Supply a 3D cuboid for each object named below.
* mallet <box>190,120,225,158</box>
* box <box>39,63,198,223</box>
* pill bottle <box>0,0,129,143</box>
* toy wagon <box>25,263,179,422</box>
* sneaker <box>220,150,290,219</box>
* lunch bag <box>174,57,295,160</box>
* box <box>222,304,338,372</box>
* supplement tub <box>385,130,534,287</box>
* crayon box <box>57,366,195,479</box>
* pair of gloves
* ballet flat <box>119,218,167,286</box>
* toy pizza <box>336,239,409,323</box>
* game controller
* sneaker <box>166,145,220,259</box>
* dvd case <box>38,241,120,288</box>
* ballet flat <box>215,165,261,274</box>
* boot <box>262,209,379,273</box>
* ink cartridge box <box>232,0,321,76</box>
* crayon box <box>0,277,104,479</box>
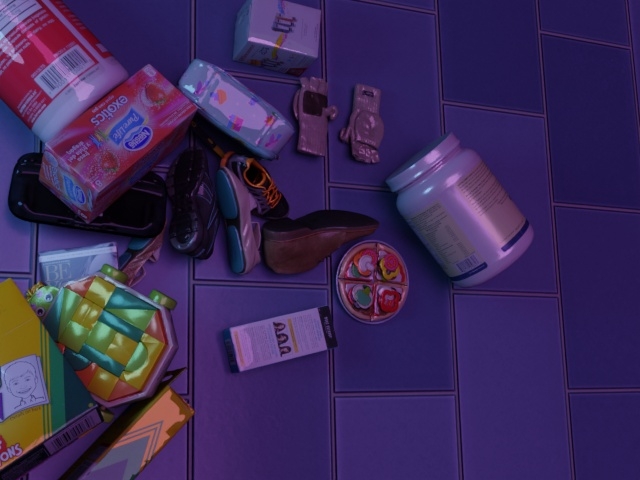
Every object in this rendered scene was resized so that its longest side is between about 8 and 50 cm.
[{"bbox_3d":[-0.238,-0.198,1.931,0.189,0.039,0.062,38,67,-35],"label":"mallet"},{"bbox_3d":[-0.409,-0.197,1.749,0.142,0.154,0.300,42,56,0],"label":"box"},{"bbox_3d":[-0.604,-0.407,1.741,0.408,0.229,0.229,47,66,-8],"label":"pill bottle"},{"bbox_3d":[-0.451,0.180,1.686,0.344,0.068,0.267,26,82,14],"label":"toy wagon"},{"bbox_3d":[-0.135,-0.116,1.942,0.215,0.083,0.084,44,64,-36],"label":"sneaker"},{"bbox_3d":[-0.191,-0.281,1.903,0.279,0.224,0.108,36,88,-14],"label":"lunch bag"},{"bbox_3d":[-0.088,0.219,1.927,0.244,0.060,0.101,-11,84,-25],"label":"box"},{"bbox_3d":[0.331,-0.074,2.073,0.235,0.235,0.325,-40,96,-25],"label":"supplement tub"},{"bbox_3d":[-0.369,0.390,1.692,0.081,0.202,0.318,47,66,-9],"label":"crayon box"},{"bbox_3d":[0.043,-0.292,2.101,0.240,0.042,0.204,4,74,-25],"label":"pair of gloves"},{"bbox_3d":[-0.388,0.038,1.842,0.206,0.073,0.067,-51,128,-21],"label":"ballet flat"},{"bbox_3d":[0.130,0.098,2.048,0.201,0.032,0.201,2,86,-27],"label":"toy pizza"},{"bbox_3d":[-0.480,-0.093,1.798,0.319,0.067,0.167,9,62,-17],"label":"game controller"},{"bbox_3d":[-0.278,-0.081,1.901,0.106,0.101,0.267,39,45,-54],"label":"sneaker"},{"bbox_3d":[-0.486,0.122,1.761,0.164,0.018,0.221,-8,81,2],"label":"dvd case"},{"bbox_3d":[-0.175,-0.049,1.907,0.086,0.086,0.249,-15,108,-25],"label":"ballet flat"},{"bbox_3d":[0.000,0.000,2.009,0.305,0.112,0.115,-10,114,-30],"label":"boot"},{"bbox_3d":[-0.105,-0.483,2.028,0.176,0.128,0.127,10,76,-20],"label":"ink cartridge box"},{"bbox_3d":[-0.629,0.292,1.538,0.363,0.106,0.313,-33,70,-21],"label":"crayon box"}]
